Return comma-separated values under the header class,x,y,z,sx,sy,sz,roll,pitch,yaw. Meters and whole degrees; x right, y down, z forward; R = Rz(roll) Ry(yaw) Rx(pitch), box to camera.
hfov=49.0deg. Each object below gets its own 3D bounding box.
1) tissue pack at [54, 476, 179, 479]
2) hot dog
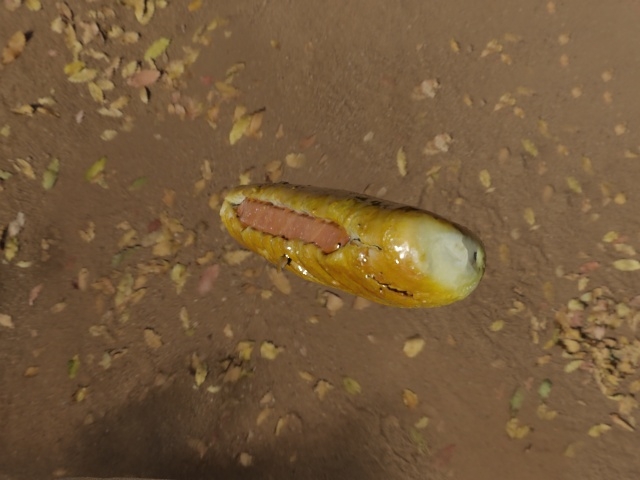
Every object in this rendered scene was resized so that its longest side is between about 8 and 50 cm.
class,x,y,z,sx,sy,sz,roll,pitch,yaw
tissue pack,-0.101,0.253,0.595,0.222,0.186,0.090,-6,64,29
hot dog,0.003,-0.003,0.476,0.088,0.286,0.061,16,91,-23
